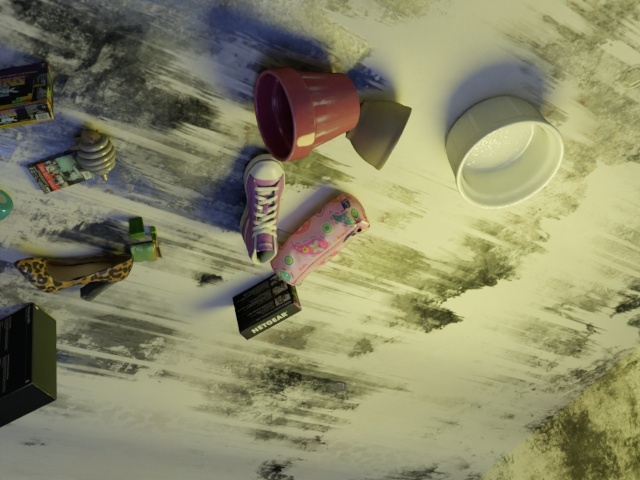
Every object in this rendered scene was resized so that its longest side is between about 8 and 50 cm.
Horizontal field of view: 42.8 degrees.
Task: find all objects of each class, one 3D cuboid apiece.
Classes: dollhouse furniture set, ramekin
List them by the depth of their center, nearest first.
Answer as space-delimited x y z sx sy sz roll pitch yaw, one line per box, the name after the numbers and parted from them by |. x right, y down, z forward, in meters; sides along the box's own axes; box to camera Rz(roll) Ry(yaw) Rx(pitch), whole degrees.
0.446 -0.223 2.020 0.277 0.135 0.277 -10 137 -9 | ramekin
-0.438 0.016 2.026 0.076 0.058 0.151 -10 136 -8 | dollhouse furniture set

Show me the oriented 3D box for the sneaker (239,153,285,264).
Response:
-0.130 -0.062 1.977 0.102 0.161 0.282 -3 133 -13 | sneaker

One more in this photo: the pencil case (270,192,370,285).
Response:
0.000 0.000 2.111 0.284 0.124 0.124 -39 133 22 | pencil case

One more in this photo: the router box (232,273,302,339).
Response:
-0.148 0.173 2.227 0.179 0.133 0.046 -29 135 13 | router box

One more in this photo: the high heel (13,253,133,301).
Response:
-0.592 0.054 1.989 0.186 0.093 0.261 -35 145 19 | high heel

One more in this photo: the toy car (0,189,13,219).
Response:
-0.806 0.009 1.769 0.219 0.238 0.210 -41 132 23 | toy car

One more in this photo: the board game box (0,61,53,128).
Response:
-0.615 -0.281 1.608 0.170 0.141 0.048 -12 139 -7 | board game box

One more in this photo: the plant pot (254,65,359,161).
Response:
-0.024 -0.286 1.777 0.180 0.201 0.201 -17 139 -24 | plant pot

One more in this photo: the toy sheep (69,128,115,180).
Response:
-0.492 -0.186 1.787 0.091 0.091 0.132 -14 133 -4 | toy sheep

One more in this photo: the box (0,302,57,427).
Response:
-0.772 0.315 2.072 0.184 0.261 0.103 -28 136 11 | box

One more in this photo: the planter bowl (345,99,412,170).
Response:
0.125 -0.257 1.881 0.109 0.162 0.162 27 125 -6 | planter bowl

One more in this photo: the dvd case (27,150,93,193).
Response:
-0.584 -0.155 1.840 0.119 0.013 0.087 -18 137 1 | dvd case
